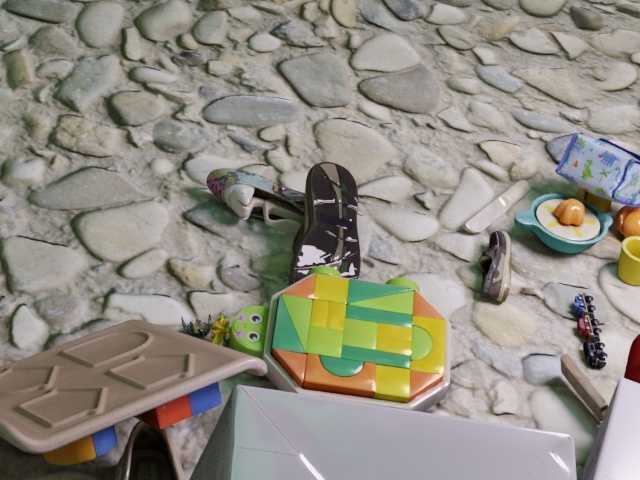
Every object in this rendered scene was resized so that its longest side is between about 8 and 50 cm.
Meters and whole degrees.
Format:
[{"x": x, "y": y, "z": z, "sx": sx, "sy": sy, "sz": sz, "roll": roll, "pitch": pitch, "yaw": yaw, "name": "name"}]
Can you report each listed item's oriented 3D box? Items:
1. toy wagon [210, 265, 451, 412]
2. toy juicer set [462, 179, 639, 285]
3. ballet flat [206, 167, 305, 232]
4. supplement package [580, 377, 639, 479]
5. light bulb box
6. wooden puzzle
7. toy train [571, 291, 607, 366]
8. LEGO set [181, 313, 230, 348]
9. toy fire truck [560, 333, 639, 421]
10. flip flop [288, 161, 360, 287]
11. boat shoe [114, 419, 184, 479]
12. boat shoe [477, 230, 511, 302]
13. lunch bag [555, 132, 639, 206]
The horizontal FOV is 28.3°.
[{"x": 0.014, "y": 0.150, "z": 1.813, "sx": 0.344, "sy": 0.068, "sz": 0.267, "roll": 9, "pitch": 48, "yaw": -3, "name": "toy wagon"}, {"x": 0.428, "y": -0.052, "z": 2.176, "sx": 0.329, "sy": 0.089, "sz": 0.209, "roll": 17, "pitch": 39, "yaw": 8, "name": "toy juicer set"}, {"x": -0.088, "y": -0.058, "z": 2.074, "sx": 0.221, "sy": 0.077, "sz": 0.079, "roll": 18, "pitch": 43, "yaw": 2, "name": "ballet flat"}, {"x": 0.415, "y": 0.352, "z": 1.610, "sx": 0.177, "sy": 0.175, "sz": 0.293, "roll": 20, "pitch": 40, "yaw": 11, "name": "supplement package"}, {"x": 0.038, "y": 0.341, "z": 1.326, "sx": 0.358, "sy": 0.361, "sz": 0.225, "roll": 10, "pitch": 58, "yaw": -11, "name": "light bulb box"}, {"x": -0.288, "y": 0.196, "z": 1.627, "sx": 0.348, "sy": 0.080, "sz": 0.322, "roll": -15, "pitch": 15, "yaw": -34, "name": "wooden puzzle"}, {"x": 0.420, "y": 0.139, "z": 1.992, "sx": 0.036, "sy": 0.027, "sz": 0.158, "roll": -2, "pitch": 40, "yaw": 1, "name": "toy train"}, {"x": -0.169, "y": 0.137, "z": 1.858, "sx": 0.083, "sy": 0.023, "sz": 0.054, "roll": 42, "pitch": 48, "yaw": 14, "name": "LEGO set"}, {"x": 0.450, "y": 0.208, "z": 1.783, "sx": 0.246, "sy": 0.217, "sz": 0.158, "roll": 7, "pitch": 37, "yaw": 18, "name": "toy fire truck"}, {"x": 0.000, "y": 0.000, "z": 2.007, "sx": 0.112, "sy": 0.080, "sz": 0.277, "roll": 18, "pitch": 54, "yaw": -20, "name": "flip flop"}, {"x": -0.202, "y": 0.348, "z": 1.525, "sx": 0.109, "sy": 0.098, "sz": 0.302, "roll": 1, "pitch": 40, "yaw": -12, "name": "boat shoe"}, {"x": 0.281, "y": 0.035, "z": 2.060, "sx": 0.049, "sy": 0.056, "sz": 0.152, "roll": 13, "pitch": 39, "yaw": -6, "name": "boat shoe"}, {"x": 0.501, "y": -0.116, "z": 2.180, "sx": 0.129, "sy": 0.096, "sz": 0.151, "roll": 32, "pitch": 8, "yaw": 37, "name": "lunch bag"}]
